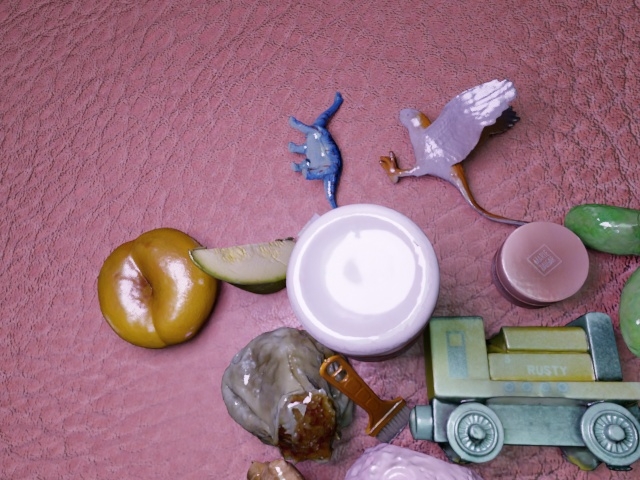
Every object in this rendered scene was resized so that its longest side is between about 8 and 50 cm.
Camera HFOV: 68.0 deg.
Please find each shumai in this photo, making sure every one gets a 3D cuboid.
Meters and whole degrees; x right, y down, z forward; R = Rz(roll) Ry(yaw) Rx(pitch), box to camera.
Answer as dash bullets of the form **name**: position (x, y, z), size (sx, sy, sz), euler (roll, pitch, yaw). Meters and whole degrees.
- **shumai**: position (-0.070, 0.266, 0.849), size (0.260, 0.222, 0.225), euler (12, 79, 17)

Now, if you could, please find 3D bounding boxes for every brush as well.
- **brush**: position (0.078, 0.266, 0.792), size (0.090, 0.314, 0.017), euler (-44, 42, -6)

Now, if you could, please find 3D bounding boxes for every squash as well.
- **squash**: position (-0.121, 0.043, 0.897), size (0.169, 0.252, 0.093), euler (-29, 74, 1)

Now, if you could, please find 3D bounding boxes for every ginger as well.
- **ginger**: position (-0.038, 0.456, 0.769), size (0.333, 0.081, 0.148), euler (38, 125, 49)

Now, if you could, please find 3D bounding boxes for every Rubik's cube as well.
- **Rubik's cube**: position (0.002, -0.001, 0.981), size (0.073, 0.075, 0.084), euler (33, 97, 32)

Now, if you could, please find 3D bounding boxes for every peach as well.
- **peach**: position (-0.332, 0.099, 0.974), size (0.251, 0.153, 0.251), euler (-5, 70, 14)

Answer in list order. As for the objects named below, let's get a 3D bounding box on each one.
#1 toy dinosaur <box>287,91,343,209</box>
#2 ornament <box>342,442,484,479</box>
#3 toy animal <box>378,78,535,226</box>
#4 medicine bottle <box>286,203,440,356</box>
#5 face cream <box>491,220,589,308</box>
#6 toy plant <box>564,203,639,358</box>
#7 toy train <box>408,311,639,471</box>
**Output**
- **toy dinosaur**: position (-0.008, -0.188, 1.034), size (0.144, 0.076, 0.329), euler (3, 72, -23)
- **ornament**: position (0.141, 0.452, 0.739), size (0.259, 0.259, 0.225), euler (12, 67, 12)
- **toy animal**: position (0.281, -0.146, 0.977), size (0.302, 0.225, 0.284), euler (-7, 94, 20)
- **medicine bottle**: position (0.079, 0.095, 0.788), size (0.211, 0.371, 0.211), euler (-2, 73, 8)
- **face cream**: position (0.404, 0.048, 0.887), size (0.149, 0.104, 0.149), euler (-2, 74, 8)
- **toy plant**: position (0.642, 0.015, 0.789), size (0.356, 0.211, 0.317), euler (-10, 49, 5)
- **toy train**: position (0.351, 0.254, 0.817), size (0.397, 0.160, 0.253), euler (-1, 66, 7)
